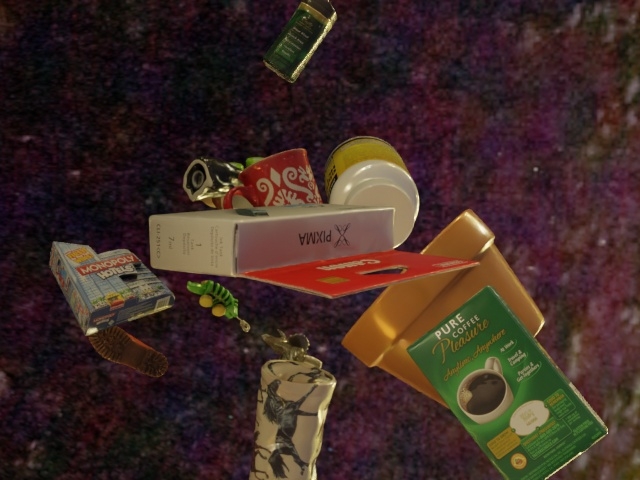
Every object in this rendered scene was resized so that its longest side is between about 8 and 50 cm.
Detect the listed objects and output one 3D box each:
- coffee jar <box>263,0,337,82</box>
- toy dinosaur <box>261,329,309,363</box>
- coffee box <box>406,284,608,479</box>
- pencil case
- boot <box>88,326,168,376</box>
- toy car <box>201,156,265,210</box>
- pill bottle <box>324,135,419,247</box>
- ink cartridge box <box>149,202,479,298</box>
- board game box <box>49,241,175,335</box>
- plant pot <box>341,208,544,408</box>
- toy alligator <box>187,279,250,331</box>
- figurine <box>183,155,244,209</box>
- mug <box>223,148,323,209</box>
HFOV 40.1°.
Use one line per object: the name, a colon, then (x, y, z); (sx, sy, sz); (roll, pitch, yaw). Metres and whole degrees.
coffee jar: (-0.040, -0.430, 1.851); (0.184, 0.079, 0.096); (-56, 175, 4)
toy dinosaur: (-0.036, 0.332, 2.047); (0.313, 0.121, 0.160); (62, 16, 14)
coffee box: (0.185, 0.148, 0.879); (0.113, 0.184, 0.040); (-42, 165, 14)
pencil case: (-0.067, 0.455, 1.853); (0.183, 0.160, 0.410); (-4, 102, -76)
boot: (-0.360, 0.202, 1.626); (0.158, 0.084, 0.059); (33, 82, -13)
toy car: (-0.225, -0.122, 2.044); (0.149, 0.188, 0.155); (-19, 119, -45)
pill bottle: (0.107, -0.099, 1.871); (0.334, 0.188, 0.188); (-99, 177, -71)
ink cartridge box: (0.000, 0.000, 1.008); (0.296, 0.261, 0.066); (-8, 101, -51)
board game box: (-0.394, 0.067, 1.590); (0.194, 0.194, 0.060); (-18, 140, -46)
plant pot: (0.204, 0.123, 1.353); (0.203, 0.291, 0.291); (43, 50, 9)
toy alligator: (-0.205, 0.133, 1.893); (0.189, 0.051, 0.056); (40, 29, -30)
figurine: (-0.132, -0.070, 1.725); (0.209, 0.092, 0.215); (-4, 53, -45)
mug: (-0.060, -0.035, 1.346); (0.113, 0.150, 0.169); (84, -16, -84)
